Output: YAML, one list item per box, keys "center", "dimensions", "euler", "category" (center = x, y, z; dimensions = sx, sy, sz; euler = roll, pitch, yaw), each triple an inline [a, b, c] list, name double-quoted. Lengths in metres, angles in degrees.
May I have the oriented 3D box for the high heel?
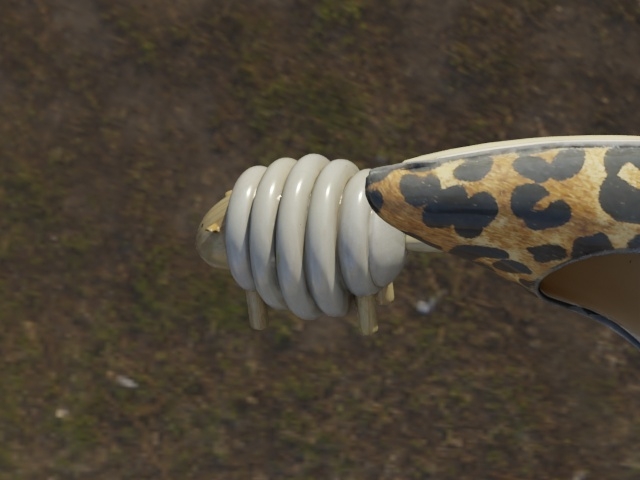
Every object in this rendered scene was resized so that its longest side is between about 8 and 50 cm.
- center: [0.135, 0.064, 0.601]
  dimensions: [0.261, 0.093, 0.186]
  euler: [10, 74, -4]
  category: "high heel"

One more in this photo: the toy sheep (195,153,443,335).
- center: [0.000, 0.000, 0.813]
  dimensions: [0.132, 0.091, 0.091]
  euler: [0, 82, 15]
  category: "toy sheep"
